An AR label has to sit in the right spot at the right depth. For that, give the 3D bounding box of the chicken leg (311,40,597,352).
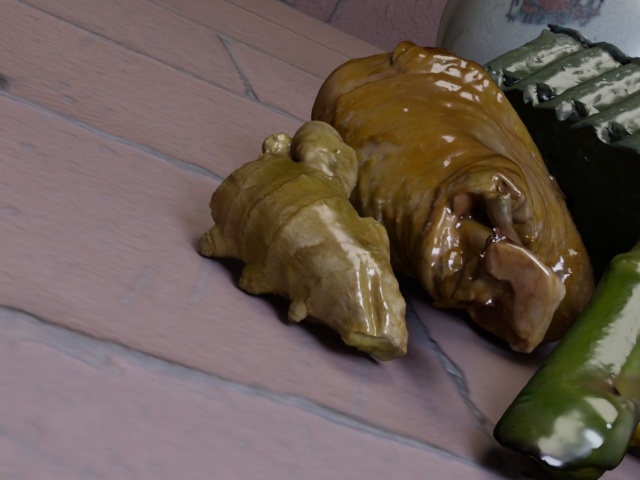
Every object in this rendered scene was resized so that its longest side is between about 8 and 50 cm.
[{"bbox_3d":[0.128,-0.004,0.902,0.295,0.182,0.409,46,5,-19],"label":"chicken leg"}]

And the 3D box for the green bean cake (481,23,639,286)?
[{"bbox_3d":[0.248,-0.036,1.056,0.132,0.255,0.241,-30,41,-26],"label":"green bean cake"}]

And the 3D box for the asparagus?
[{"bbox_3d":[0.217,0.050,0.794,0.082,0.085,0.343,-4,31,43],"label":"asparagus"}]

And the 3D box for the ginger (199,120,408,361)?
[{"bbox_3d":[-0.014,-0.002,0.799,0.115,0.081,0.205,1,44,-23],"label":"ginger"}]

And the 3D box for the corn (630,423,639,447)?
[{"bbox_3d":[0.319,0.119,0.815,0.305,0.106,0.106,10,9,21],"label":"corn"}]

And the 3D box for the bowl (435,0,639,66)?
[{"bbox_3d":[0.276,-0.107,1.255,0.435,0.434,0.196,31,46,13],"label":"bowl"}]
